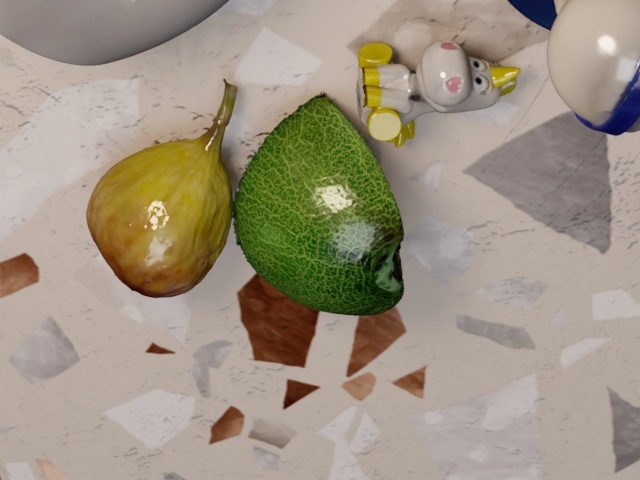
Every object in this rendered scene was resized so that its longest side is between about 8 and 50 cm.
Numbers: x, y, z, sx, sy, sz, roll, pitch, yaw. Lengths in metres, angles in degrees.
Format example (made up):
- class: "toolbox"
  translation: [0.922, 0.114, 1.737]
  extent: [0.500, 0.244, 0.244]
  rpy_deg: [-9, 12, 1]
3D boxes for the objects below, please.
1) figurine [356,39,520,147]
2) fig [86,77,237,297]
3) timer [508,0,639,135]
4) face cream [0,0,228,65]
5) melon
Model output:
- class: "figurine"
  translation: [0.122, -0.162, 2.043]
  extent: [0.178, 0.109, 0.129]
  rpy_deg: [-18, 154, 18]
- class: "fig"
  translation: [-0.152, -0.065, 2.116]
  extent: [0.159, 0.159, 0.257]
  rpy_deg: [22, 113, -16]
- class: "timer"
  translation: [0.269, -0.238, 1.759]
  extent: [0.270, 0.383, 0.270]
  rpy_deg: [2, 132, 2]
- class: "face cream"
  translation: [-0.184, -0.344, 1.803]
  extent: [0.312, 0.219, 0.357]
  rpy_deg: [30, 123, -21]
- class: "melon"
  translation: [0.000, 0.000, 2.107]
  extent: [0.129, 0.169, 0.265]
  rpy_deg: [-24, 133, -23]
